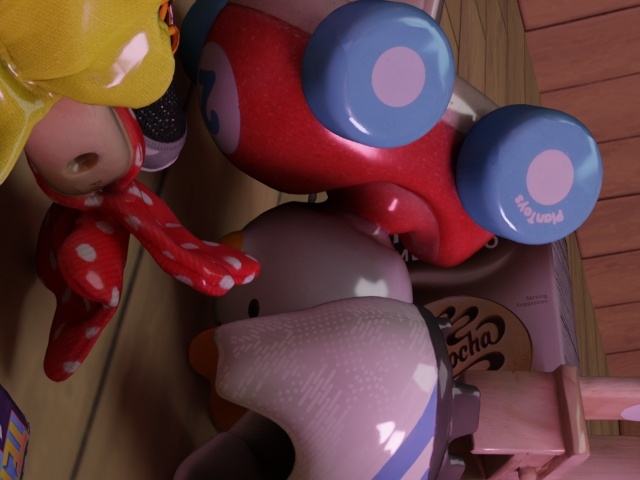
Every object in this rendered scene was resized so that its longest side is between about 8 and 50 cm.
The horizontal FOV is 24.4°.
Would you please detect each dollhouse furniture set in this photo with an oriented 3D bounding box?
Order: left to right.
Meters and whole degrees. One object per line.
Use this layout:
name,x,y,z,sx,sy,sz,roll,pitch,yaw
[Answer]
dollhouse furniture set,0.136,0.289,0.849,0.303,0.174,0.355,118,-29,-59

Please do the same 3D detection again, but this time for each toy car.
toy car,-0.008,-0.003,0.826,0.210,0.219,0.238,30,87,-28

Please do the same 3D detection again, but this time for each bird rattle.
bird rattle,-0.103,-0.078,0.577,0.253,0.143,0.207,52,15,-66

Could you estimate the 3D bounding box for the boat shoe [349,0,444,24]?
boat shoe,0.064,-0.265,1.324,0.091,0.109,0.305,48,31,-55

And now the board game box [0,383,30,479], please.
board game box,-0.133,0.094,0.392,0.141,0.048,0.170,74,15,-54

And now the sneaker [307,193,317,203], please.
sneaker,0.000,0.000,1.051,0.098,0.038,0.069,1,80,-75

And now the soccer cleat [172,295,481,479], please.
soccer cleat,-0.013,0.166,0.798,0.116,0.143,0.331,-108,-159,-54

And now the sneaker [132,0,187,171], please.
sneaker,-0.098,-0.128,0.691,0.084,0.083,0.215,-79,156,-55

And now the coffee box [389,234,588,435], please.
coffee box,0.119,0.115,1.170,0.119,0.168,0.297,56,27,-57
